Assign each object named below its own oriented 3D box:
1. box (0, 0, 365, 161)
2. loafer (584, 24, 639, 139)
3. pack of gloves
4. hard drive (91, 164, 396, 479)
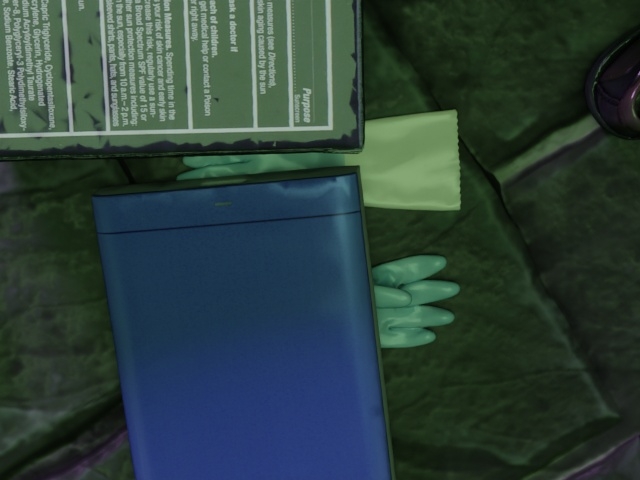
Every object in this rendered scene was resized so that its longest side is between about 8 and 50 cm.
[{"bbox_3d":[-0.118,-0.215,1.150,0.294,0.183,0.296,-1,104,-1],"label":"box"},{"bbox_3d":[0.340,-0.179,1.218,0.302,0.095,0.109,-40,101,6],"label":"loafer"},{"bbox_3d":[0.000,0.000,1.271,0.232,0.046,0.195,-3,103,-2],"label":"pack of gloves"},{"bbox_3d":[-0.056,0.107,1.272,0.210,0.040,0.318,-5,105,9],"label":"hard drive"}]
